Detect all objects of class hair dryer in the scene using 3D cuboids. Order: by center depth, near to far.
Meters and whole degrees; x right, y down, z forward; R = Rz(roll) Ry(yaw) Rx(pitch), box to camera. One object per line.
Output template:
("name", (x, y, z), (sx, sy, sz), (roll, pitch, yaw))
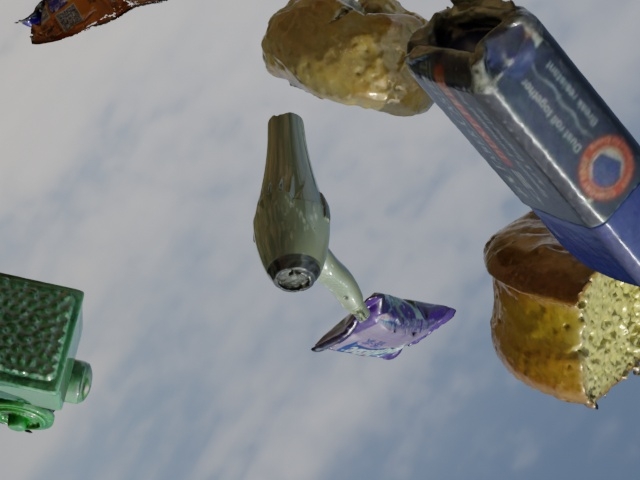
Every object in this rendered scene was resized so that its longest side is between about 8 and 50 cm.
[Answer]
("hair dryer", (-0.011, -0.032, 1.893), (0.088, 0.225, 0.219), (-18, -110, 19))

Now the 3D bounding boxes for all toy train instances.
("toy train", (-0.400, 0.127, 2.031), (0.202, 0.266, 0.145), (105, -3, -65))

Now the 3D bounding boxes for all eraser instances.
("eraser", (0.226, -0.098, 1.699), (0.101, 0.332, 0.155), (-48, -152, -10))

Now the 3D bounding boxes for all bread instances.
("bread", (0.293, 0.061, 2.033), (0.179, 0.194, 0.340), (6, -161, 29))
("bread", (0.044, -0.240, 2.146), (0.244, 0.244, 0.134), (-132, -124, -67))

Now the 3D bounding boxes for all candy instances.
("candy", (0.097, 0.134, 2.648), (0.145, 0.275, 0.070), (-36, -113, 23))

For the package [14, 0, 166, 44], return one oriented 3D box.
("package", (-0.176, -0.180, 1.301), (0.111, 0.033, 0.077), (-29, -153, -13))
